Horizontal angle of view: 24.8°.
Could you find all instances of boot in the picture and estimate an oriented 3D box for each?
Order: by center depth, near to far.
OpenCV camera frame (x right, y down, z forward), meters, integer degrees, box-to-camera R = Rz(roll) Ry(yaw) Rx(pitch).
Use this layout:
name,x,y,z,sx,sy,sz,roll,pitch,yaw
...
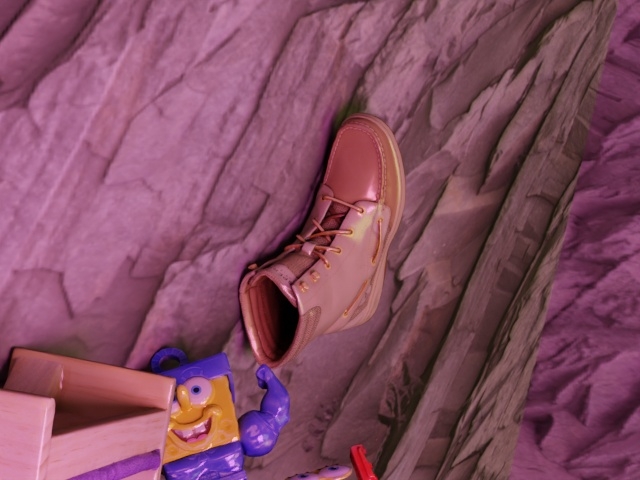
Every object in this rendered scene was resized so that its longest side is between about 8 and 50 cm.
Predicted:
name,x,y,z,sx,sy,sz,roll,pitch,yaw
boot,0.000,0.000,1.611,0.203,0.095,0.262,-25,130,-55

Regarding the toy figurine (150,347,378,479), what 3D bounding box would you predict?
name,x,y,z,sx,sy,sz,roll,pitch,yaw
toy figurine,-0.146,0.215,1.419,0.362,0.217,0.191,-17,151,-8

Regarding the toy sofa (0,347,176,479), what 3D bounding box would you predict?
name,x,y,z,sx,sy,sz,roll,pitch,yaw
toy sofa,-0.228,0.181,1.083,0.362,0.150,0.177,24,75,-82
